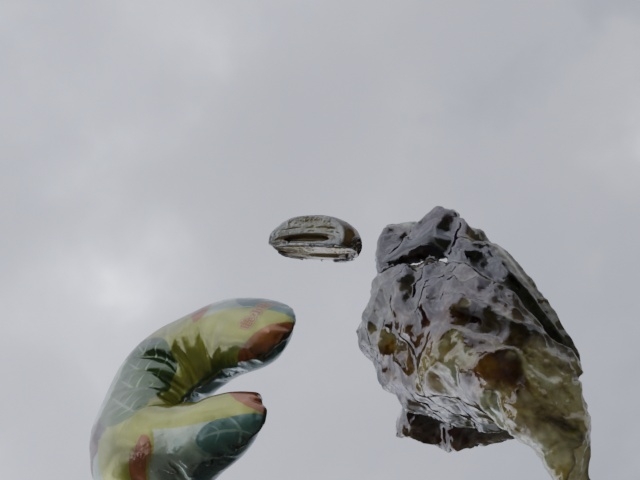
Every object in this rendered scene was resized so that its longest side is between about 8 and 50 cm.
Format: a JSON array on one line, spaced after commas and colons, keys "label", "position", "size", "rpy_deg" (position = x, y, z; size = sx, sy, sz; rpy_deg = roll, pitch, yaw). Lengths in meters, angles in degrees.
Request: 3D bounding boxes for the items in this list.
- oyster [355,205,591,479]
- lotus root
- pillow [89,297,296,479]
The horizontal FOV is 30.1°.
[{"label": "oyster", "position": [0.117, 0.096, 1.036], "size": [0.100, 0.271, 0.275], "rpy_deg": [-9, -102, -29]}, {"label": "lotus root", "position": [0.000, -0.002, 0.956], "size": [0.037, 0.083, 0.030], "rpy_deg": [37, -117, -49]}, {"label": "pillow", "position": [-0.115, 0.141, 1.080], "size": [0.214, 0.233, 0.086], "rpy_deg": [-22, -63, 29]}]
